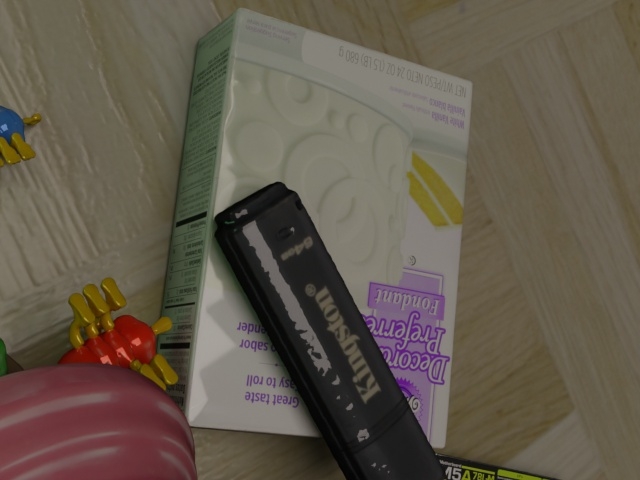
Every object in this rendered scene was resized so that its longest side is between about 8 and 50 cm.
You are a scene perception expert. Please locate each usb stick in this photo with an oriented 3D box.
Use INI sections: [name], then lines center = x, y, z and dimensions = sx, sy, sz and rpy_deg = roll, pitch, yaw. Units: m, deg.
[usb stick]
center = 0.010, 0.090, 0.715
dimensions = 0.077, 0.045, 0.278
rpy_deg = -32, 99, -27

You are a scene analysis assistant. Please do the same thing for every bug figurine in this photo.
[bug figurine]
center = -0.229, 0.015, 0.637
dimensions = 0.216, 0.072, 0.279
rpy_deg = -23, 78, -52

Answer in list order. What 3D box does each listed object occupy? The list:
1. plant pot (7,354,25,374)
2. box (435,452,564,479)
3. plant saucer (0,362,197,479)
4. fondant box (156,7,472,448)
[plant pot]
center = -0.280, 0.166, 0.617
dimensions = 0.237, 0.110, 0.237
rpy_deg = 5, 80, -28
[box]
center = 0.157, 0.303, 0.879
dimensions = 0.191, 0.045, 0.184
rpy_deg = 16, 74, -25
[plant saucer]
center = -0.195, 0.226, 0.552
dimensions = 0.332, 0.332, 0.084
rpy_deg = -36, 57, -28
[fondant box]
center = 0.000, 0.000, 0.801
dimensions = 0.238, 0.096, 0.330
rpy_deg = 11, 80, -28
